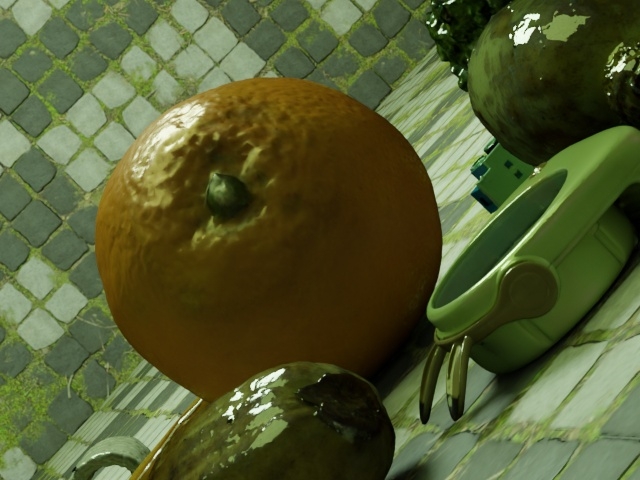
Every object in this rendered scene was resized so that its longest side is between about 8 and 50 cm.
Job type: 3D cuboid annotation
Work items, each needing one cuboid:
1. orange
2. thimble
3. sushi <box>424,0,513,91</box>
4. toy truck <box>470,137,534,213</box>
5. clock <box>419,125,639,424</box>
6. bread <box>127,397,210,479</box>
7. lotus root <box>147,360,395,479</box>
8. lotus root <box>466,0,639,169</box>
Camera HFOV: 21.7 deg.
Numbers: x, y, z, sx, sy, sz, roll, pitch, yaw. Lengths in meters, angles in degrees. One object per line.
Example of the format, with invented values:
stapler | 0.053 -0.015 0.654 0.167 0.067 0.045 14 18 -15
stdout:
orange | -0.048 0.002 1.494 0.312 0.312 0.312 -46 6 6
thimble | -0.241 0.286 1.923 0.115 0.102 0.090 -39 6 4
sushi | 0.273 -0.322 2.070 0.294 0.178 0.352 -43 5 45
toy truck | 0.207 -0.100 1.549 0.175 0.067 0.081 -49 7 -25
clock | 0.140 0.028 1.150 0.232 0.069 0.170 -49 7 -14
bread | -0.135 0.220 1.751 0.200 0.077 0.116 -50 8 -16
lotus root | -0.053 0.183 1.180 0.260 0.128 0.145 -44 16 30
lotus root | 0.216 -0.129 1.286 0.173 0.173 0.309 -47 8 -8
